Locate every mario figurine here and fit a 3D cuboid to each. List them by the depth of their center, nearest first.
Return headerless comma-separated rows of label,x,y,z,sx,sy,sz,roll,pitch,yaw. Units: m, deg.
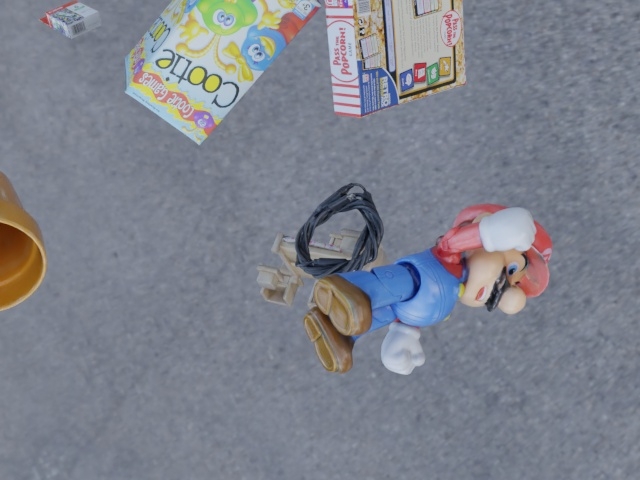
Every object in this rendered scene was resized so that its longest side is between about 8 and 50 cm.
mario figurine,0.153,0.065,1.104,0.198,0.320,0.170,-8,102,64

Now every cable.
cable,0.030,-0.001,1.629,0.184,0.047,0.150,-38,61,21

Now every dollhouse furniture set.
dollhouse furniture set,0.000,0.000,1.843,0.303,0.173,0.355,11,155,21

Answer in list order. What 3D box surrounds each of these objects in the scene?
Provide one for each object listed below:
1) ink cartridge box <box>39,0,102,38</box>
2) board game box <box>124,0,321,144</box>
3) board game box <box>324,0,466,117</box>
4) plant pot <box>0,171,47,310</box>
ink cartridge box,-0.434,-0.386,1.623,0.115,0.063,0.029,32,143,37
board game box,-0.150,-0.305,1.393,0.275,0.144,0.142,-46,28,17
board game box,0.092,-0.235,1.093,0.045,0.193,0.146,15,117,44
plant pot,-0.550,-0.019,1.507,0.205,0.205,0.188,-64,33,34
